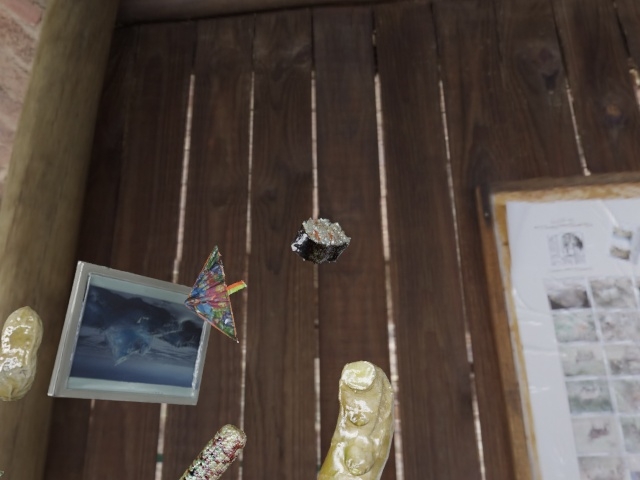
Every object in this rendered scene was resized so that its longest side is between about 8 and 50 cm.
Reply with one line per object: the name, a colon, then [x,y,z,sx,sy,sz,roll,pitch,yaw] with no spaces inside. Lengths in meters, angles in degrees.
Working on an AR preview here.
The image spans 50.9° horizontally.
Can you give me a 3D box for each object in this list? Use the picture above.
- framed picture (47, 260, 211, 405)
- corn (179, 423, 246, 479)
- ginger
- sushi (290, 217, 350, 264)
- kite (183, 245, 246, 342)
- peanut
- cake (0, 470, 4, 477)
framed picture: [-0.466,0.255,1.753,0.028,0.326,0.446,1,168,39]
corn: [-0.295,0.598,1.778,0.086,0.253,0.086,39,172,7]
ginger: [0.047,0.386,1.084,0.122,0.348,0.363,17,162,8]
sushi: [0.000,0.000,1.552,0.150,0.090,0.078,3,136,-49]
kite: [-0.246,0.138,1.598,0.014,0.241,0.183,-9,-171,46]
peanut: [-0.653,0.248,1.459,0.099,0.214,0.099,13,176,1]
cake: [-0.720,0.487,1.370,0.140,0.055,0.051,8,172,1]
